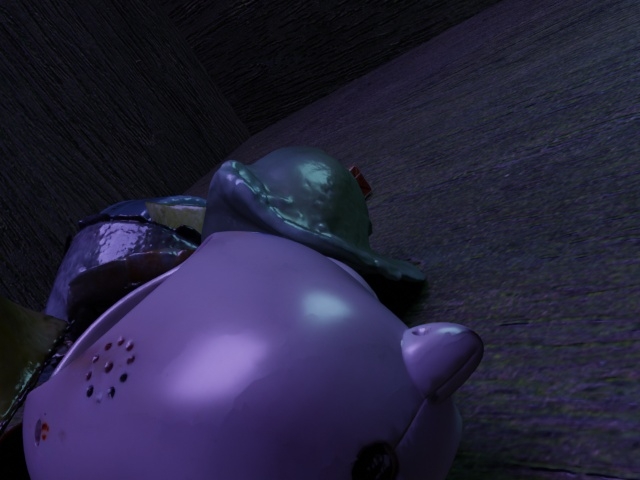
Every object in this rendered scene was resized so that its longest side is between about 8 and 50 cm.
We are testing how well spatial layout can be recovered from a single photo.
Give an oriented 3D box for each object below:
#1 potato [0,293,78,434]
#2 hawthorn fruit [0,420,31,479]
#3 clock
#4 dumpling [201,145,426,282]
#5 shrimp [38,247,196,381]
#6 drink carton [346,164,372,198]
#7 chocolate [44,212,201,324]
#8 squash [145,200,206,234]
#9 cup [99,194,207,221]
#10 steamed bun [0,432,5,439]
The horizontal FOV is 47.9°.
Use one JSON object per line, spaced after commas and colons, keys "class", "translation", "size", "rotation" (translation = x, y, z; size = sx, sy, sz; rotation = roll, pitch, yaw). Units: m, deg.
{"class": "potato", "translation": [-0.413, 0.133, 0.693], "size": [0.288, 0.237, 0.301], "rotation": [-54, 13, 17]}
{"class": "hawthorn fruit", "translation": [-0.295, 0.270, 0.870], "size": [0.188, 0.169, 0.169], "rotation": [-30, 16, 24]}
{"class": "clock", "translation": [-0.074, 0.141, 0.611], "size": [0.368, 0.250, 0.377], "rotation": [-44, 18, -26]}
{"class": "dumpling", "translation": [-0.021, -0.020, 0.917], "size": [0.270, 0.211, 0.321], "rotation": [-9, 12, 30]}
{"class": "shrimp", "translation": [-0.241, 0.090, 0.835], "size": [0.317, 0.164, 0.062], "rotation": [-27, 44, 20]}
{"class": "drink carton", "translation": [-0.005, -0.050, 1.376], "size": [0.096, 0.071, 0.223], "rotation": [-17, 23, 51]}
{"class": "chocolate", "translation": [-0.269, 0.133, 1.025], "size": [0.303, 0.303, 0.213], "rotation": [-23, 36, 38]}
{"class": "squash", "translation": [-0.154, 0.017, 1.177], "size": [0.237, 0.154, 0.204], "rotation": [1, 2, -23]}
{"class": "cup", "translation": [-0.277, 0.053, 1.405], "size": [0.311, 0.331, 0.256], "rotation": [-1, 70, 61]}
{"class": "steamed bun", "translation": [-0.551, 0.345, 1.045], "size": [0.200, 0.225, 0.170], "rotation": [-39, 16, -21]}
